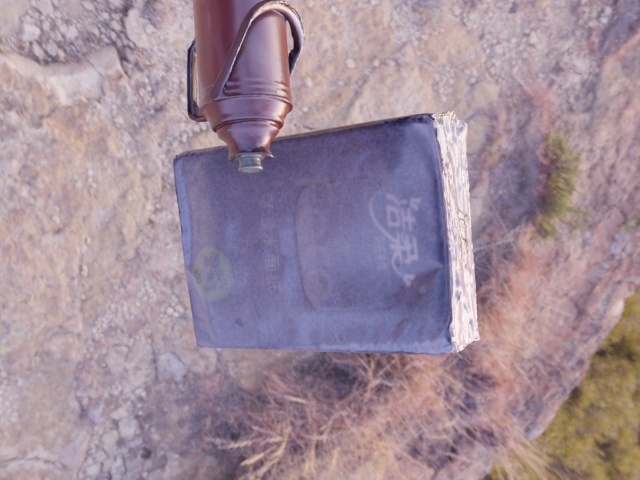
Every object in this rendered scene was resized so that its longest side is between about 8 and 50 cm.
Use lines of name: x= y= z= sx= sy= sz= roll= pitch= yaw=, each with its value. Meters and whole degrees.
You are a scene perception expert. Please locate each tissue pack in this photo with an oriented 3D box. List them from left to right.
tissue pack: x=0.000 y=0.000 z=0.954 sx=0.124 sy=0.395 sz=0.287 roll=-12 pitch=97 yaw=-59

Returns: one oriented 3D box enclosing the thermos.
thermos: x=-0.079 y=-0.178 z=0.696 sx=0.099 sy=0.124 sz=0.231 roll=6 pitch=79 yaw=-62
